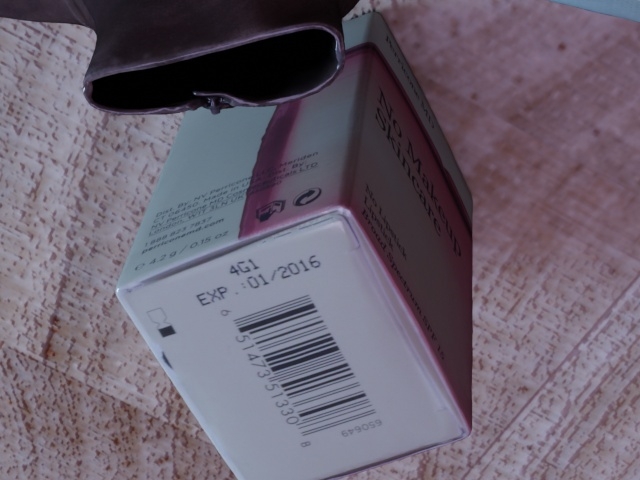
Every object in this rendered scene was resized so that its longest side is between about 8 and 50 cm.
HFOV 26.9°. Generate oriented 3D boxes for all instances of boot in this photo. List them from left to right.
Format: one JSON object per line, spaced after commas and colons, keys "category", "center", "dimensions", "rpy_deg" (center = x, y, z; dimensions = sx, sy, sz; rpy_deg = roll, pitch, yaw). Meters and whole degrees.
{"category": "boot", "center": [-0.097, -0.127, 0.675], "dimensions": [0.249, 0.207, 0.090], "rpy_deg": [-5, 121, 10]}

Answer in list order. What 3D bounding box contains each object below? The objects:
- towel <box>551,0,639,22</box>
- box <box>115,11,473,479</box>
{"category": "towel", "center": [0.234, -0.247, 0.630], "dimensions": [0.375, 0.090, 0.320], "rpy_deg": [13, 124, -2]}
{"category": "box", "center": [0.000, 0.000, 0.729], "dimensions": [0.127, 0.232, 0.148], "rpy_deg": [-20, 118, 18]}
